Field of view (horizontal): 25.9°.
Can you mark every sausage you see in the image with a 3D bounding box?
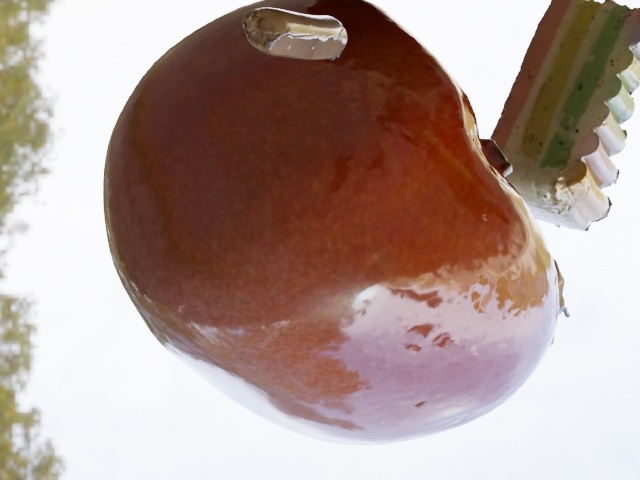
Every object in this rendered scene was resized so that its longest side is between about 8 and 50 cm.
[{"bbox_3d":[-0.013,-0.107,0.723,0.026,0.026,0.116,15,-170,15],"label":"sausage"}]

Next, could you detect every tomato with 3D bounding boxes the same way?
[{"bbox_3d":[0.000,0.000,0.996,0.272,0.341,0.341,-30,-144,-5],"label":"tomato"}]

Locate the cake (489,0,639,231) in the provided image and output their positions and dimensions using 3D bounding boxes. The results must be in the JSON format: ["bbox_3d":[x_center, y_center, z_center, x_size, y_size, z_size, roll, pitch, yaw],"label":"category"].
[{"bbox_3d":[0.229,-0.129,1.287,0.109,0.225,0.090,14,176,34],"label":"cake"}]

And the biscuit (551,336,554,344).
[{"bbox_3d":[0.089,0.041,1.214,0.231,0.025,0.131,12,-164,-5],"label":"biscuit"}]
